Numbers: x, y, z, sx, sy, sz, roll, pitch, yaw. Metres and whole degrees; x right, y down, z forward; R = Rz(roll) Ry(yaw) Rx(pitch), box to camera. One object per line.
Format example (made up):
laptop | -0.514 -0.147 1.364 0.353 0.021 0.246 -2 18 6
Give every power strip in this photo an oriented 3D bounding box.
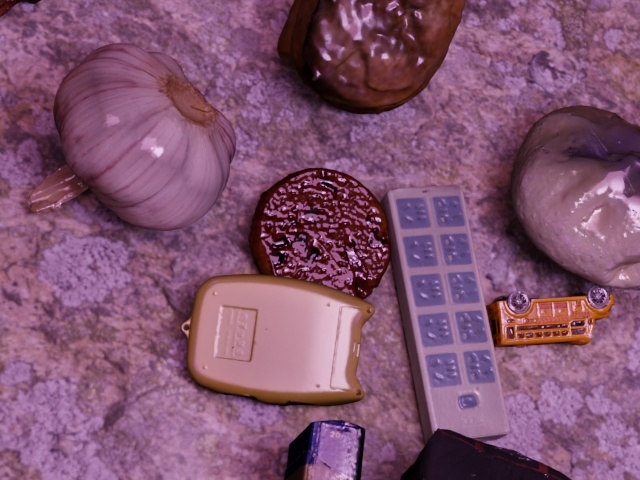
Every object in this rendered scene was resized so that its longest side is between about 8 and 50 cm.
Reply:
power strip | 0.159 0.098 1.630 0.106 0.043 0.367 -5 73 -16

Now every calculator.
calculator | -0.052 0.121 1.550 0.236 0.033 0.157 8 83 -8

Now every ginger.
ginger | 0.074 -0.292 1.640 0.200 0.223 0.269 19 107 -16

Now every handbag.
handbag | 0.190 0.324 1.495 0.215 0.169 0.155 24 52 -3

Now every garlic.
garlic | -0.249 -0.100 1.549 0.253 0.245 0.245 -34 80 16

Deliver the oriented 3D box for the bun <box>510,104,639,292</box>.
bun | 0.379 -0.068 1.657 0.273 0.168 0.273 13 45 -14

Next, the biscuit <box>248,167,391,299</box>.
biscuit | 0.000 0.000 1.626 0.192 0.049 0.192 5 69 -13

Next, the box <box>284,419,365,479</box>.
box | -0.008 0.343 1.442 0.071 0.168 0.259 11 70 -7

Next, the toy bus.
toy bus | 0.297 0.101 1.649 0.162 0.069 0.074 -3 81 -11

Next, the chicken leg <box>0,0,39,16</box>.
chicken leg | -0.489 -0.356 1.624 0.322 0.083 0.177 15 83 -11
